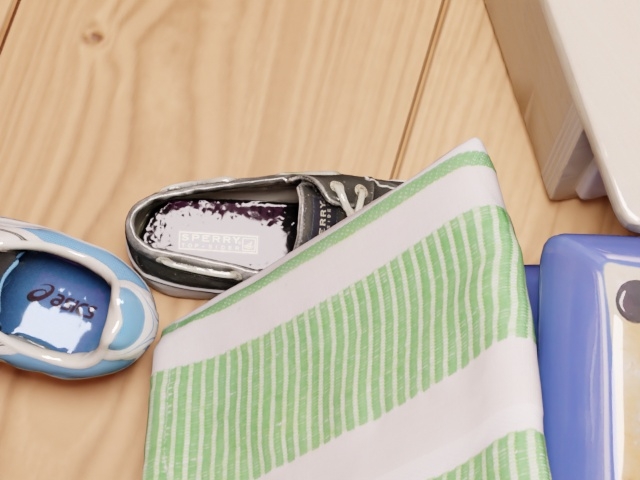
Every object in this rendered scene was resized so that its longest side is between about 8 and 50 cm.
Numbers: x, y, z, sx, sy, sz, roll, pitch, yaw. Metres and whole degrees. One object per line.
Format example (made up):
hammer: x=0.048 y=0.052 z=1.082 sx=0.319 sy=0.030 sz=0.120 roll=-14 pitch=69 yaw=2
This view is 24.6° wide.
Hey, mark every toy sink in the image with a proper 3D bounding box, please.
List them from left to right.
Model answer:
toy sink: x=0.193 y=-0.107 z=0.829 sx=0.152 sy=0.131 sz=0.234 roll=-15 pitch=72 yaw=-6

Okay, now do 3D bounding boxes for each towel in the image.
towel: x=-0.003 y=0.122 z=0.664 sx=0.038 sy=0.248 sz=0.325 roll=37 pitch=37 yaw=-32

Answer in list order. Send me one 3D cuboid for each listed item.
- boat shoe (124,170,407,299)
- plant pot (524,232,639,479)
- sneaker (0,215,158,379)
boat shoe: x=0.000 y=0.000 z=0.822 sx=0.219 sy=0.070 sz=0.078 roll=-3 pitch=76 yaw=-3
plant pot: x=0.181 y=0.119 z=0.715 sx=0.235 sy=0.212 sz=0.236 roll=5 pitch=76 yaw=-9
sneaker: x=-0.204 y=0.017 z=0.801 sx=0.237 sy=0.086 sz=0.085 roll=12 pitch=77 yaw=2
